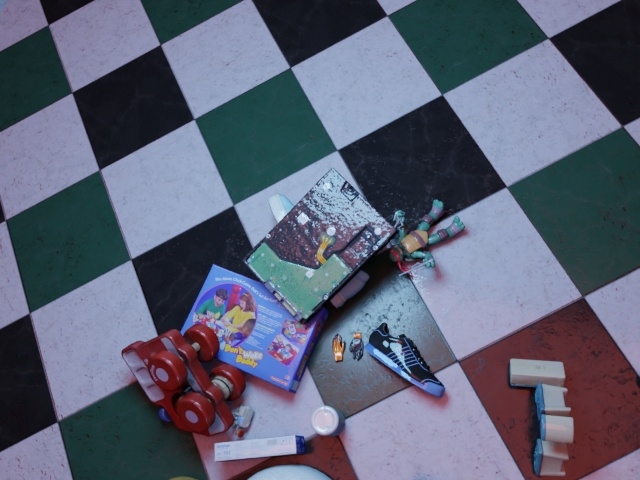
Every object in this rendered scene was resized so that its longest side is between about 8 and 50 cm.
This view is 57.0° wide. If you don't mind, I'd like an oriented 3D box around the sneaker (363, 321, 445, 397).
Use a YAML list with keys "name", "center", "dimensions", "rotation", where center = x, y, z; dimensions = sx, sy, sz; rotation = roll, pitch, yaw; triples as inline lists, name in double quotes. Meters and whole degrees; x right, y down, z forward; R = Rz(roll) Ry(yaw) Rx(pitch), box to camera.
- name: "sneaker"
  center: [0.222, 0.296, 1.476]
  dimensions: [0.232, 0.081, 0.090]
  rotation: [32, 87, 22]

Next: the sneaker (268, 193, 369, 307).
- name: "sneaker"
  center: [0.000, 0.000, 1.616]
  dimensions: [0.150, 0.135, 0.365]
  rotation: [-34, 78, -2]

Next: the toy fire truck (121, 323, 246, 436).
- name: "toy fire truck"
  center: [-0.359, 0.370, 1.515]
  dimensions: [0.254, 0.169, 0.302]
  rotation: [-26, 99, 36]

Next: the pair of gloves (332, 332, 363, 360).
- name: "pair of gloves"
  center: [0.072, 0.280, 1.555]
  dimensions: [0.084, 0.010, 0.074]
  rotation: [-5, 68, 8]

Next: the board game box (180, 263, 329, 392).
- name: "board game box"
  center: [-0.182, 0.234, 1.592]
  dimensions: [0.347, 0.078, 0.233]
  rotation: [20, 76, 19]

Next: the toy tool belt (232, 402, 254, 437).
- name: "toy tool belt"
  center: [-0.209, 0.467, 1.535]
  dimensions: [0.051, 0.052, 0.083]
  rotation: [-1, 63, 46]

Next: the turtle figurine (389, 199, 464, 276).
- name: "turtle figurine"
  center: [0.256, -0.005, 1.562]
  dimensions: [0.234, 0.118, 0.175]
  rotation: [-34, 79, -17]

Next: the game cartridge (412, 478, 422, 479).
- name: "game cartridge"
  center: [0.330, 0.615, 1.223]
  dimensions: [0.060, 0.196, 0.294]
  rotation: [-52, 31, -9]

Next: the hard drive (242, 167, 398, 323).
- name: "hard drive"
  center: [-0.002, 0.015, 1.505]
  dimensions: [0.339, 0.064, 0.237]
  rotation: [-46, 76, 6]

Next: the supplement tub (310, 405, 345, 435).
- name: "supplement tub"
  center: [0.019, 0.447, 1.453]
  dimensions: [0.071, 0.107, 0.070]
  rotation: [-4, 70, 12]

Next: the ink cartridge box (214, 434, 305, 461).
- name: "ink cartridge box"
  center: [-0.150, 0.519, 1.470]
  dimensions: [0.207, 0.097, 0.046]
  rotation: [-9, 69, 9]

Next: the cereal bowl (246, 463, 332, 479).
- name: "cereal bowl"
  center: [-0.090, 0.698, 1.369]
  dimensions: [0.339, 0.141, 0.338]
  rotation: [-5, 68, 12]

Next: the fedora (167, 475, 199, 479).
- name: "fedora"
  center: [-0.337, 0.680, 1.440]
  dimensions: [0.194, 0.194, 0.079]
  rotation: [49, 122, 23]

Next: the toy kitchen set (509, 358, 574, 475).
- name: "toy kitchen set"
  center: [0.507, 0.412, 1.382]
  dimensions: [0.122, 0.166, 0.207]
  rotation: [2, 34, 13]
